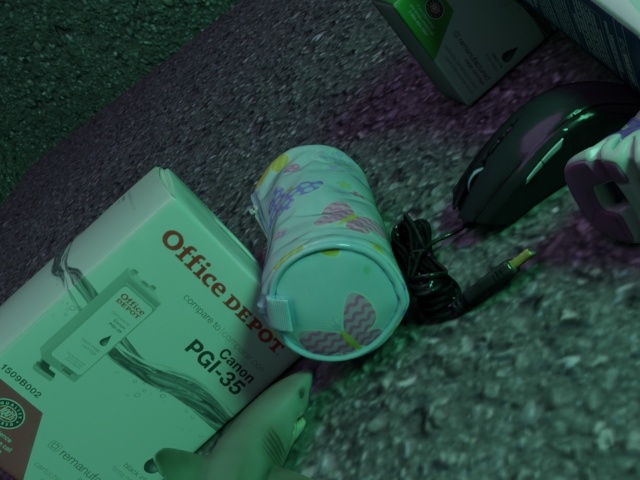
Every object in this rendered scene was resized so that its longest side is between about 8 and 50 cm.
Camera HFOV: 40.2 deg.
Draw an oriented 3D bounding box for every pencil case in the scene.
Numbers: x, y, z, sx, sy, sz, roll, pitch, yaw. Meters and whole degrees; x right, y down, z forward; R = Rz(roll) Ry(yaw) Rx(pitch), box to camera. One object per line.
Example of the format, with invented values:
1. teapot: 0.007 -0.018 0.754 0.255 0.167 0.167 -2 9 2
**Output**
1. pencil case: 0.000 0.000 0.810 0.273 0.124 0.113 -105 23 -65

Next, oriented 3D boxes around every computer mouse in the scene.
1. computer mouse: 0.161 -0.047 0.734 0.262 0.060 0.184 -35 23 16

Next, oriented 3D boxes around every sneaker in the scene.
1. sneaker: 0.271 -0.061 0.556 0.104 0.095 0.236 -43 21 -23

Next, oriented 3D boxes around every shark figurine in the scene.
1. shark figurine: -0.066 0.191 0.615 0.166 0.116 0.278 -41 21 7

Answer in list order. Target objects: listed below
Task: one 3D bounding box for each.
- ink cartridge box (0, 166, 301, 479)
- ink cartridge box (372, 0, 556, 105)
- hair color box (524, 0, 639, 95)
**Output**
1. ink cartridge box: -0.180 0.102 0.822 0.283 0.207 0.117 -42 24 0
2. ink cartridge box: 0.188 -0.278 0.978 0.208 0.153 0.087 -42 24 2
3. hair color box: 0.249 -0.285 0.772 0.174 0.105 0.347 -37 51 5
